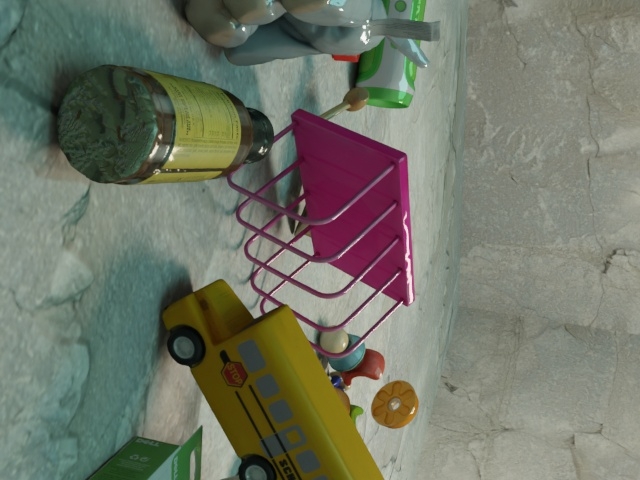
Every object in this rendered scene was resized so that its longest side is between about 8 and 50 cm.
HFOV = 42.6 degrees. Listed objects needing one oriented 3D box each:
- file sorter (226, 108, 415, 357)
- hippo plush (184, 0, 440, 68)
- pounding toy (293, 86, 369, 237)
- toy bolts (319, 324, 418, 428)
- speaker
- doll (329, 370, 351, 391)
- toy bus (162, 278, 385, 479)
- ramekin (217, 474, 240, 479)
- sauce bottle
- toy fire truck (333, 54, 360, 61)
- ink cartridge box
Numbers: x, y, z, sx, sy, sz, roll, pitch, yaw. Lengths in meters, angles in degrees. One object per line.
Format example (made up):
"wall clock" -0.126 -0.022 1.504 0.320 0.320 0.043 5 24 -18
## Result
"file sorter" 0.000 0.000 1.201 0.182 0.202 0.291 -40 141 -30
"hippo plush" -0.009 -0.347 0.952 0.234 0.294 0.237 88 1 -84
"pounding toy" 0.006 -0.133 1.431 0.154 0.155 0.269 165 -54 -77
"toy bolts" 0.068 0.276 1.651 0.158 0.218 0.228 48 32 -37
"speaker" 0.146 -0.424 1.662 0.131 0.131 0.297 3 95 -74
"doll" 0.016 0.370 1.748 0.129 0.046 0.189 69 30 -42
"toy bus" -0.058 0.199 1.013 0.333 0.130 0.108 61 22 -1
"ramekin" -0.064 0.425 1.054 0.303 0.303 0.148 -32 127 -69
"sauce bottle" -0.141 -0.115 0.874 0.344 0.111 0.111 -15 112 -74
"toy fire truck" 0.057 -0.438 1.489 0.135 0.047 0.192 67 34 -62
"ink cartridge box" -0.207 0.296 0.930 0.209 0.062 0.109 -40 136 -67
